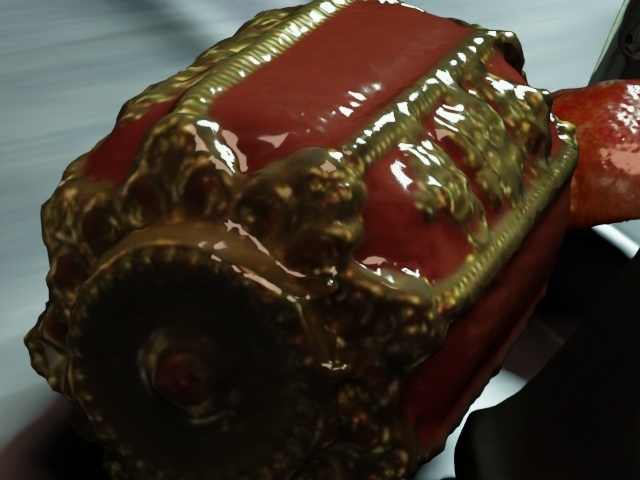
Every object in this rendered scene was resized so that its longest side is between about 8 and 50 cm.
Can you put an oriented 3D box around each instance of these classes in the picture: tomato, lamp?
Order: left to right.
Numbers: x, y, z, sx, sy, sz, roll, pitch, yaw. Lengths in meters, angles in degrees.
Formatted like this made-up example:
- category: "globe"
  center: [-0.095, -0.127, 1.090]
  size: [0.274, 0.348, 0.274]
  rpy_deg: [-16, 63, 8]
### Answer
- category: "lamp"
  center: [0.000, 0.000, 0.759]
  size: [0.177, 0.177, 0.274]
  rpy_deg: [21, 29, 13]
- category: "tomato"
  center: [0.140, -0.043, 0.945]
  size: [0.156, 0.069, 0.155]
  rpy_deg: [-9, 5, 1]

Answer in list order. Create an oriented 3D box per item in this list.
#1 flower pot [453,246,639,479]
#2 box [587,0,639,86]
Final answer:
- category: "flower pot"
  center: [0.269, 0.037, 0.733]
  size: [0.379, 0.251, 0.379]
  rpy_deg: [13, 26, -7]
- category: "box"
  center: [0.270, -0.159, 1.207]
  size: [0.135, 0.163, 0.243]
  rpy_deg: [26, 27, 3]
